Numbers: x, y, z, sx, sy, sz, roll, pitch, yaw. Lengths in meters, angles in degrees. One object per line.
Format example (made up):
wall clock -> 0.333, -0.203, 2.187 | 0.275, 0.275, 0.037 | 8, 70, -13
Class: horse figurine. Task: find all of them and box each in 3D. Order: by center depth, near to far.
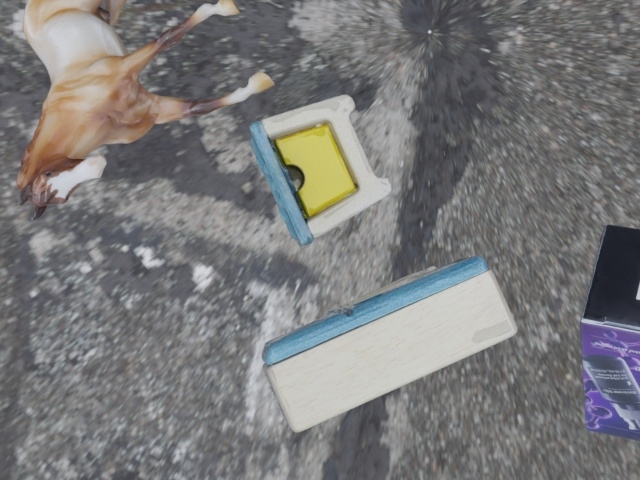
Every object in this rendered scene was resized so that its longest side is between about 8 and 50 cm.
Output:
horse figurine -> -0.142, -0.143, 0.911 | 0.174, 0.066, 0.263 | -27, 56, 7

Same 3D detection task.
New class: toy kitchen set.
toy kitchen set -> 0.000, 0.000, 0.745 | 0.122, 0.207, 0.166 | -24, 89, -7

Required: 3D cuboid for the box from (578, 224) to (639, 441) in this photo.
box -> 0.319, 0.095, 1.193 | 0.153, 0.207, 0.108 | 9, 57, 20
